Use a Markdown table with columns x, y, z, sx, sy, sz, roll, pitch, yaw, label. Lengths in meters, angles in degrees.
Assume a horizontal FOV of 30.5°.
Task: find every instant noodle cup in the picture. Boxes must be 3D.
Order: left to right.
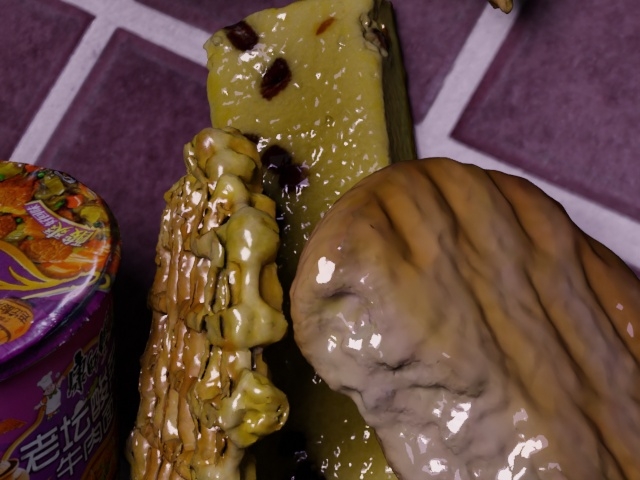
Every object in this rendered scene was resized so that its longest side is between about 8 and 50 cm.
| x | y | z | sx | sy | sz | roll | pitch | yaw | label |
| --- | --- | --- | --- | --- | --- | --- | --- | --- | --- |
| -0.236 | 0.091 | 0.738 | 0.251 | 0.190 | 0.251 | -2 | 35 | 2 | instant noodle cup |

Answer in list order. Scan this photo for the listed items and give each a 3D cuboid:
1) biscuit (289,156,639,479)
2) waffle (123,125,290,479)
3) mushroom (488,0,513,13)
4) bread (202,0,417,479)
| x | y | z | sx | sy | sz | roll | pitch | yaw | label |
| --- | --- | --- | --- | --- | --- | --- | --- | --- | --- |
| 0.110 | 0.074 | 0.651 | 0.274 | 0.213 | 0.091 | 50 | 131 | 2 | biscuit |
| -0.074 | 0.071 | 0.695 | 0.051 | 0.291 | 0.291 | 7 | 72 | -15 | waffle |
| -0.023 | -0.326 | 0.844 | 0.334 | 0.356 | 0.331 | -14 | 54 | 49 | mushroom |
| 0.000 | 0.001 | 0.789 | 0.138 | 0.077 | 0.362 | -14 | 68 | 18 | bread |
